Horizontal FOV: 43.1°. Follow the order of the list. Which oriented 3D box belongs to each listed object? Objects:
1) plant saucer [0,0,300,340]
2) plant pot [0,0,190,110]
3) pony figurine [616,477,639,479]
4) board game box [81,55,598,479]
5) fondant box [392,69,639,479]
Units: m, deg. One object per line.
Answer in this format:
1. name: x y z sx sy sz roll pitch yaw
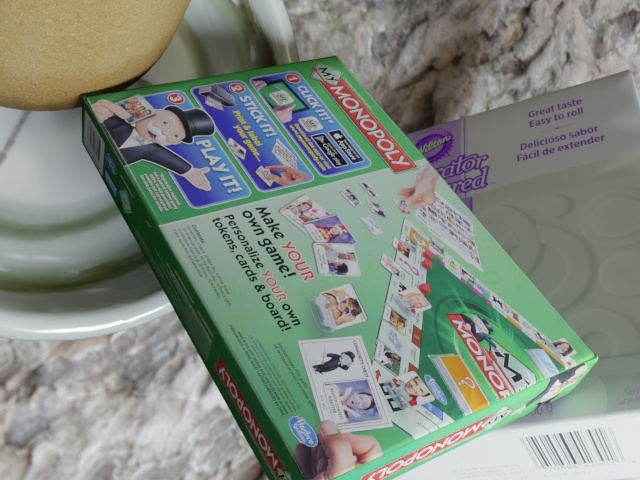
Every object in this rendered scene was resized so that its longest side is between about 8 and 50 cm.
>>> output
1. plant saucer: -0.209 -0.124 0.624 0.400 0.100 0.401 4 82 -29
2. plant pot: -0.148 -0.223 0.468 0.237 0.254 0.237 4 81 -29
3. pony figurine: 0.167 0.276 0.716 0.363 0.303 0.351 -26 116 -22
4. board game box: 0.000 0.000 0.539 0.213 0.046 0.317 -15 54 -30
5. fondant box: 0.163 0.028 0.663 0.096 0.238 0.330 55 31 -40
